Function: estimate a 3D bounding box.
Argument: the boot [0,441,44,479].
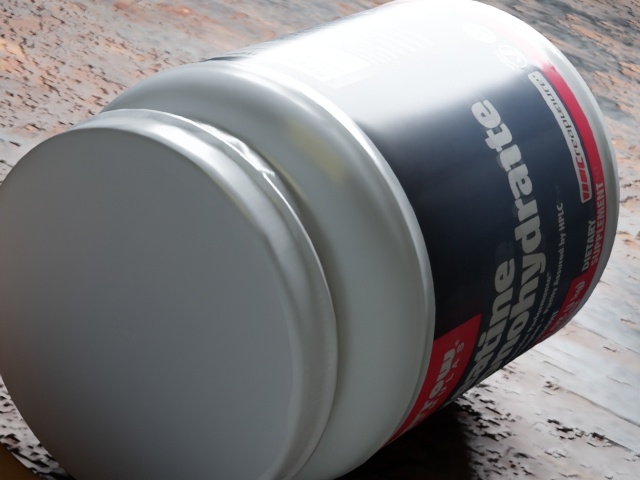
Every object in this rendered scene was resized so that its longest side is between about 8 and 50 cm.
[{"bbox_3d":[-0.079,0.124,0.622,0.220,0.109,0.283,8,32,-15],"label":"boot"}]

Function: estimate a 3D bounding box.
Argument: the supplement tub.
[{"bbox_3d":[0.000,0.000,0.798,0.191,0.191,0.272,31,32,23],"label":"supplement tub"}]
